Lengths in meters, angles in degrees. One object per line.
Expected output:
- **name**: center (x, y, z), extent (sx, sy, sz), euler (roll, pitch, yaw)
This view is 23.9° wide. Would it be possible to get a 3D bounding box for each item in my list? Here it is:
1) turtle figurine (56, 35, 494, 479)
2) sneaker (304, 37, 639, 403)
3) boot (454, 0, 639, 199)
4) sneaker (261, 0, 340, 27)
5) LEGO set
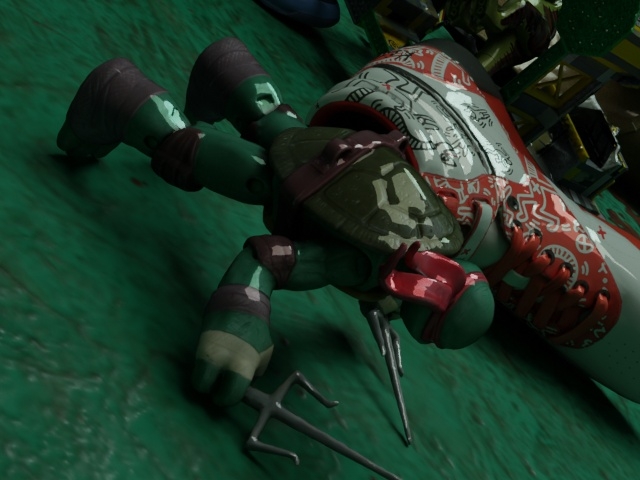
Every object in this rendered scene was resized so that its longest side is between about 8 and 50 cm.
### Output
- **turtle figurine**: center (0.000, 0.000, 0.667), extent (0.234, 0.118, 0.175), euler (44, 20, 25)
- **sneaker**: center (0.100, 0.008, 0.860), extent (0.270, 0.090, 0.145), euler (52, 36, 7)
- **boot**: center (0.238, -0.104, 1.341), extent (0.305, 0.112, 0.115), euler (45, 51, -1)
- **sneaker**: center (-0.038, -0.210, 1.092), extent (0.144, 0.059, 0.053), euler (38, 18, -7)
- **LEGO set**: center (0.153, -0.156, 1.050), extent (0.192, 0.255, 0.331), euler (20, 32, -42)
